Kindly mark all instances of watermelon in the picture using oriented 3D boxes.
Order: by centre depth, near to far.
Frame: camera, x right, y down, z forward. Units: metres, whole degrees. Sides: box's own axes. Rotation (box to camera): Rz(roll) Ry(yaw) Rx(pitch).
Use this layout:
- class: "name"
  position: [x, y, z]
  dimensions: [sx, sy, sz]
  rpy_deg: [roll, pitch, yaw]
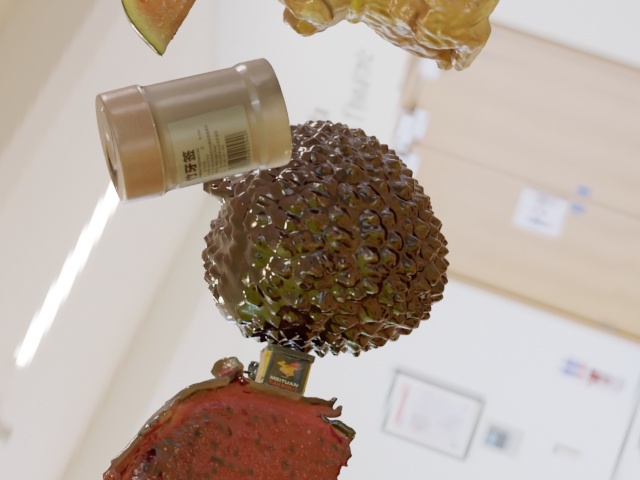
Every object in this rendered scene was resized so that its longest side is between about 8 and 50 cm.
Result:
- class: "watermelon"
  position: [-0.170, -0.277, 1.740]
  dimensions: [0.163, 0.087, 0.069]
  rpy_deg: [-62, 10, -15]

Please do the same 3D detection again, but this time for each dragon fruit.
- class: "dragon fruit"
  position: [-0.096, 0.192, 1.137]
  dimensions: [0.126, 0.161, 0.274]
  rpy_deg: [-32, 22, 41]

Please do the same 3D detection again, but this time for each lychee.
- class: "lychee"
  position: [0.000, 0.000, 2.041]
  dimensions: [0.306, 0.330, 0.306]
  rpy_deg: [-61, 2, 5]

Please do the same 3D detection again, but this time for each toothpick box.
- class: "toothpick box"
  position: [-0.109, -0.095, 1.414]
  dimensions: [0.098, 0.149, 0.098]
  rpy_deg: [166, 90, -76]

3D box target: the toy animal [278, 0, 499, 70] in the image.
- class: "toy animal"
  position: [0.054, -0.212, 1.322]
  dimensions: [0.184, 0.185, 0.104]
  rpy_deg: [151, 137, -75]

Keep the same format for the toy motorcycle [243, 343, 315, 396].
- class: "toy motorcycle"
  position: [-0.073, 0.219, 2.040]
  dimensions: [0.263, 0.091, 0.157]
  rpy_deg: [135, 151, -74]
